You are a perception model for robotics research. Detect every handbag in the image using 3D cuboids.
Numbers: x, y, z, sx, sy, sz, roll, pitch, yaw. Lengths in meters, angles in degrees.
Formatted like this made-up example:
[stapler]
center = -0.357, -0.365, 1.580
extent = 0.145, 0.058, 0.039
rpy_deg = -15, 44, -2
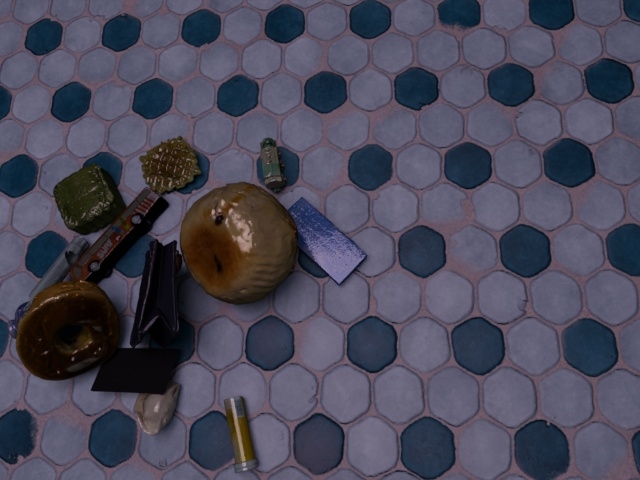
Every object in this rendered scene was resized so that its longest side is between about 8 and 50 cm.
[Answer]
[handbag]
center = -0.511, 0.169, 1.703
extent = 0.122, 0.303, 0.329
rpy_deg = 9, 71, -21

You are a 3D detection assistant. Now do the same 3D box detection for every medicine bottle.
[medicine bottle]
center = -0.249, 0.598, 1.670
extent = 0.074, 0.074, 0.218
rpy_deg = -15, 71, 2

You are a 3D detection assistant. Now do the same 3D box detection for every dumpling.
[dumpling]
center = -0.530, 0.522, 1.707
extent = 0.134, 0.100, 0.169
rpy_deg = 8, 74, 12

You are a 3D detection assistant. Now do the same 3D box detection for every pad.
[pad]
center = -0.599, 0.420, 1.746
extent = 0.265, 0.009, 0.159
rpy_deg = -1, 50, 14

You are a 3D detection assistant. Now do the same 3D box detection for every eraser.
[eraser]
center = 0.000, 0.000, 1.825
extent = 0.312, 0.042, 0.144
rpy_deg = 42, 83, 15

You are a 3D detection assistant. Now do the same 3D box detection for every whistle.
[whistle]
center = -0.887, 0.112, 1.813
extent = 0.062, 0.062, 0.312
rpy_deg = 11, 48, 9

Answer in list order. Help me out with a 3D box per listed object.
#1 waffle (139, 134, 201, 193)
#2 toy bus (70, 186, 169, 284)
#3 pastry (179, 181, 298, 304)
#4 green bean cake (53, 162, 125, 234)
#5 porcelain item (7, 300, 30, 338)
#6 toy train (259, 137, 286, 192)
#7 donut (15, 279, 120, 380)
[waffle]
center = -0.548, -0.273, 1.958
extent = 0.214, 0.054, 0.207
rpy_deg = -30, 76, 3
[toy bus]
center = -0.698, -0.006, 1.879
extent = 0.092, 0.093, 0.409
rpy_deg = 38, 81, 15
[pastry]
center = -0.241, 0.005, 1.705
extent = 0.389, 0.313, 0.388
rpy_deg = 5, 101, 29
[green bean cake]
center = -0.827, -0.146, 1.923
extent = 0.200, 0.113, 0.214
rpy_deg = -30, 74, -3
[porcelain item]
center = -0.908, 0.252, 1.814
extent = 0.259, 0.141, 0.141
rpy_deg = -21, 73, -10
[toy train]
center = -0.170, -0.268, 1.879
extent = 0.081, 0.125, 0.194
rpy_deg = -11, 74, 0
[donut]
center = -0.795, 0.279, 1.718
extent = 0.330, 0.330, 0.160
rpy_deg = -38, 37, -5
